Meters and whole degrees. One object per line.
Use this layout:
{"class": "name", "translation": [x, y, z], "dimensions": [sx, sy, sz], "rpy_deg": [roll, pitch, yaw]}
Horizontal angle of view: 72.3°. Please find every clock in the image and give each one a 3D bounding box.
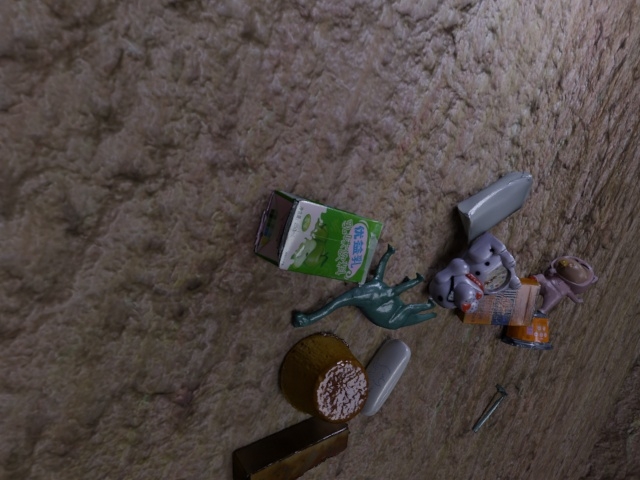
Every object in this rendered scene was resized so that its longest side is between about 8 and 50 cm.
{"class": "clock", "translation": [0.437, 0.117, 1.299], "dimensions": [0.253, 0.189, 0.189], "rpy_deg": [-31, 123, -4]}

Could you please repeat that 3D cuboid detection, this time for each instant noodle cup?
{"class": "instant noodle cup", "translation": [0.771, 0.326, 1.632], "dimensions": [0.208, 0.177, 0.126], "rpy_deg": [9, 85, -56]}

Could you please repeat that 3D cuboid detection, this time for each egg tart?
{"class": "egg tart", "translation": [0.020, 0.347, 1.081], "dimensions": [0.215, 0.170, 0.216], "rpy_deg": [-2, 95, -26]}

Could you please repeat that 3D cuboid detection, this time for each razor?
{"class": "razor", "translation": [0.684, 0.687, 1.766], "dimensions": [0.211, 0.036, 0.084], "rpy_deg": [-51, 125, -11]}

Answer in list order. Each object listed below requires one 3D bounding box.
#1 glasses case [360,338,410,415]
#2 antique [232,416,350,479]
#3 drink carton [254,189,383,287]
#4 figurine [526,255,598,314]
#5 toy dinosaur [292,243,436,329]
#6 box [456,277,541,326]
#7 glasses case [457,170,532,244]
{"class": "glasses case", "translation": [0.174, 0.390, 1.259], "dimensions": [0.233, 0.092, 0.059], "rpy_deg": [-54, 130, -7]}
{"class": "antique", "translation": [-0.069, 0.554, 1.143], "dimensions": [0.309, 0.087, 0.094], "rpy_deg": [-11, 114, -33]}
{"class": "drink carton", "translation": [0.000, 0.000, 0.986], "dimensions": [0.271, 0.108, 0.161], "rpy_deg": [13, 98, -38]}
{"class": "figurine", "translation": [0.931, 0.158, 1.682], "dimensions": [0.287, 0.176, 0.186], "rpy_deg": [-23, 145, -12]}
{"class": "toy dinosaur", "translation": [0.136, 0.208, 1.180], "dimensions": [0.331, 0.129, 0.383], "rpy_deg": [-40, 127, -5]}
{"class": "box", "translation": [0.581, 0.198, 1.433], "dimensions": [0.237, 0.070, 0.152], "rpy_deg": [3, 105, -6]}
{"class": "glasses case", "translation": [0.527, -0.106, 1.348], "dimensions": [0.308, 0.083, 0.128], "rpy_deg": [-29, 126, -25]}
